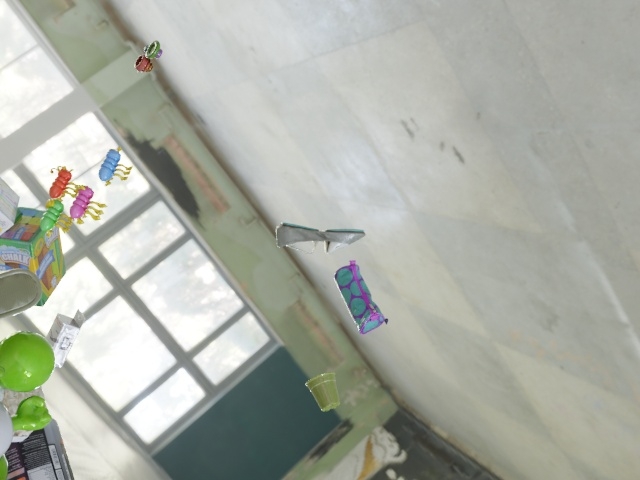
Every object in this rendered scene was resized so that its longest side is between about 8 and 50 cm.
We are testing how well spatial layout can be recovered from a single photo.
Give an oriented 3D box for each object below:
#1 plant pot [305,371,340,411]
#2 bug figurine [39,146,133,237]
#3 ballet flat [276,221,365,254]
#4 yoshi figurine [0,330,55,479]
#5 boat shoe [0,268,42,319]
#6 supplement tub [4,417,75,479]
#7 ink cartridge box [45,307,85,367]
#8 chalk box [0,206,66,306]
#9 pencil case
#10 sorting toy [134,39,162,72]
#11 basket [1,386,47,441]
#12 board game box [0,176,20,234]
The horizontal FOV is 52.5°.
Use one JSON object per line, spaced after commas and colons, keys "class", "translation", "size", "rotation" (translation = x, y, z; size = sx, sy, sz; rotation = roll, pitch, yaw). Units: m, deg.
{"class": "plant pot", "translation": [0.013, 0.394, 1.672], "size": [0.083, 0.083, 0.079], "rotation": [77, 172, -64]}
{"class": "bug figurine", "translation": [-0.590, -0.121, 1.577], "size": [0.278, 0.216, 0.072], "rotation": [-13, 140, 31]}
{"class": "ballet flat", "translation": [0.000, 0.000, 1.504], "size": [0.072, 0.213, 0.068], "rotation": [178, 96, -76]}
{"class": "yoshi figurine", "translation": [-0.539, 0.277, 1.099], "size": [0.203, 0.204, 0.362], "rotation": [23, -154, -36]}
{"class": "boat shoe", "translation": [-0.654, 0.121, 1.137], "size": [0.103, 0.302, 0.113], "rotation": [-10, 90, 55]}
{"class": "supplement tub", "translation": [-0.788, 0.677, 1.788], "size": [0.207, 0.207, 0.338], "rotation": [85, 161, -69]}
{"class": "ink cartridge box", "translation": [-0.846, 0.309, 2.125], "size": [0.060, 0.180, 0.104], "rotation": [26, 180, -37]}
{"class": "chalk box", "translation": [-0.854, 0.016, 1.841], "size": [0.180, 0.179, 0.289], "rotation": [-82, -1, -57]}
{"class": "pencil case", "translation": [0.083, 0.121, 1.378], "size": [0.152, 0.064, 0.070], "rotation": [63, 146, 34]}
{"class": "sorting toy", "translation": [-0.428, -0.464, 1.648], "size": [0.042, 0.102, 0.061], "rotation": [28, -138, -42]}
{"class": "basket", "translation": [-0.690, 0.349, 1.445], "size": [0.113, 0.103, 0.167], "rotation": [32, -154, -59]}
{"class": "board game box", "translation": [-0.427, -0.069, 0.812], "size": [0.103, 0.026, 0.154], "rotation": [54, 172, -26]}
